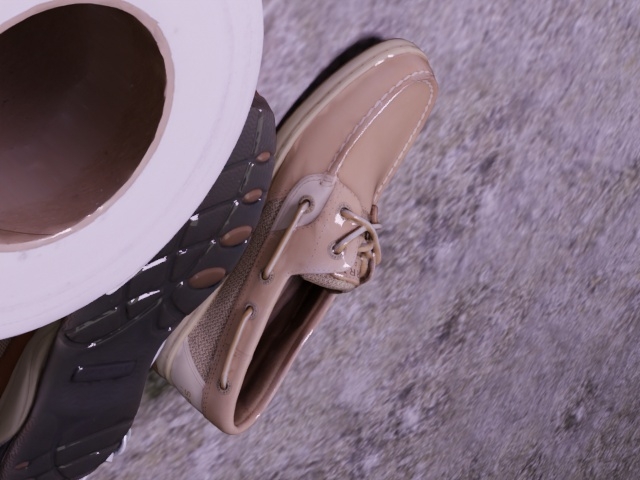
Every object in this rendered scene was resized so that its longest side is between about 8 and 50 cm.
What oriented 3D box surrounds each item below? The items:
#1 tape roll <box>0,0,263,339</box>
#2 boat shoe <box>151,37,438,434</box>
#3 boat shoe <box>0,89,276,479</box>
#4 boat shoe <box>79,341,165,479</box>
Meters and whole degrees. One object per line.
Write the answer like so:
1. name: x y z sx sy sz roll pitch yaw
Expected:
1. tape roll: -0.171 -0.094 0.553 0.246 0.169 0.246 -32 144 -27
2. boat shoe: 0.000 0.000 0.927 0.341 0.110 0.122 -56 149 9
3. boat shoe: -0.151 0.020 0.745 0.122 0.120 0.324 5 125 -51
4. boat shoe: -0.178 0.141 0.883 0.226 0.076 0.083 -52 149 2
